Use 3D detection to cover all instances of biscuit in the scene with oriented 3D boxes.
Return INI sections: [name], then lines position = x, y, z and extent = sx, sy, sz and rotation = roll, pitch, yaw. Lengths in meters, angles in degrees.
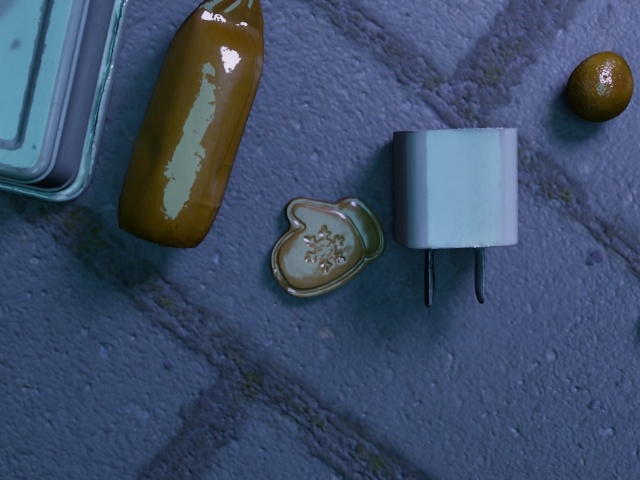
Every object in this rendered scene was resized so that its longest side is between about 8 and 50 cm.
[biscuit]
position = 0.000, 0.000, 1.224
extent = 0.140, 0.023, 0.118
rotation = -38, 98, -2

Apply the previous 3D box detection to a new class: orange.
[orange]
position = 0.329, -0.180, 1.221
extent = 0.085, 0.085, 0.085
rotation = 0, 94, -6

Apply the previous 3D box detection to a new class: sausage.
[sausage]
position = -0.133, -0.150, 1.159
extent = 0.112, 0.112, 0.328
rotation = 18, 91, -7

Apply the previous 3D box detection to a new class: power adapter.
[power adapter]
position = 0.152, -0.025, 1.187
extent = 0.130, 0.125, 0.205
rotation = -1, 95, -7

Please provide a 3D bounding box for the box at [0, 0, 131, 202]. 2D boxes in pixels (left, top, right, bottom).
[box]
position = -0.309, -0.201, 1.096
extent = 0.175, 0.182, 0.312
rotation = 12, 92, -7
